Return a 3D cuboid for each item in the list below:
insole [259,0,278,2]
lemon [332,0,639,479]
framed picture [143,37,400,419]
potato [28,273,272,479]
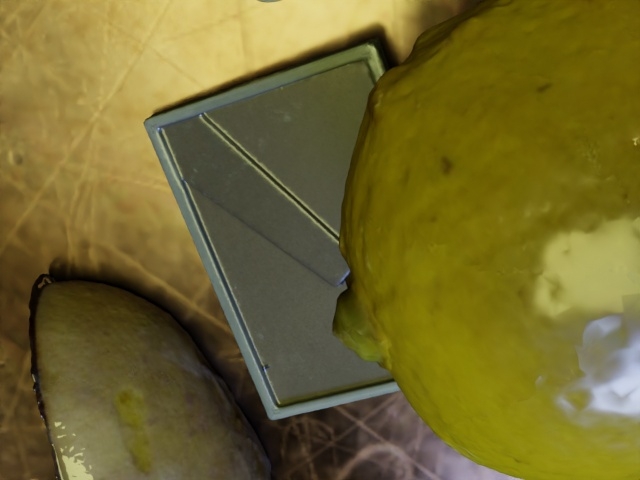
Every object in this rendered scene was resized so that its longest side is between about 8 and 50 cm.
[{"bbox_3d":[-0.055,-0.220,0.699,0.063,0.010,0.192,-22,106,14],"label":"insole"},{"bbox_3d":[0.150,-0.014,0.620,0.260,0.260,0.284,45,79,-9],"label":"lemon"},{"bbox_3d":[0.000,0.000,0.753,0.150,0.015,0.203,-17,104,21],"label":"framed picture"},{"bbox_3d":[-0.088,0.141,0.779,0.100,0.120,0.261,-16,107,5],"label":"potato"}]
